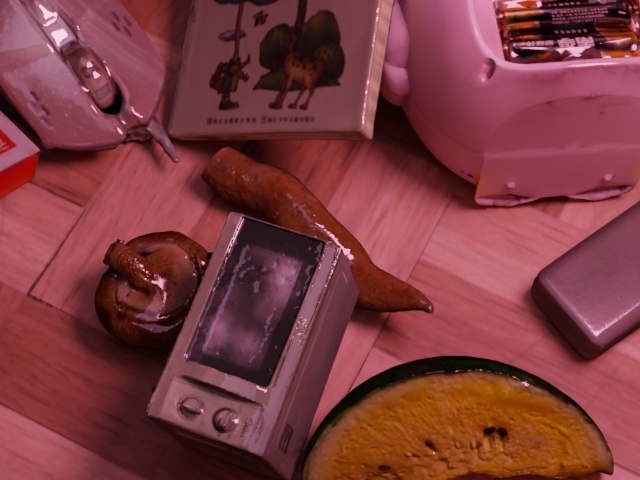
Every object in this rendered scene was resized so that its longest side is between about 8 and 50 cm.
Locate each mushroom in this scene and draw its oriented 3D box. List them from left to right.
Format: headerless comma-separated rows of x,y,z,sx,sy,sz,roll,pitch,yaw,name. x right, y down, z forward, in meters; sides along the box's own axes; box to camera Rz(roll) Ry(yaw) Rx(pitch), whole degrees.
-0.159,0.049,1.354,0.127,0.087,0.127,-1,63,2,mushroom

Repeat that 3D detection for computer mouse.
-0.290,-0.214,1.467,0.199,0.115,0.389,-41,71,-16,computer mouse

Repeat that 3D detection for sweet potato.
0.000,0.000,1.400,0.281,0.059,0.067,40,112,15,sweet potato

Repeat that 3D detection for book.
-0.027,-0.283,1.425,0.260,0.043,0.371,2,78,36,book

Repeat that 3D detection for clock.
0.228,-0.257,1.433,0.368,0.250,0.377,-5,64,-5,clock

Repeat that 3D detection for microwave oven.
-0.062,0.100,1.280,0.129,0.163,0.205,18,73,13,microwave oven

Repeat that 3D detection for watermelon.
0.124,0.173,1.307,0.301,0.123,0.129,-4,85,-2,watermelon

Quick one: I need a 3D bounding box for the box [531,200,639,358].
0.336,0.017,1.412,0.243,0.055,0.103,-33,70,-17,box

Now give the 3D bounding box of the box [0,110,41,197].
-0.410,-0.125,1.431,0.229,0.050,0.123,42,51,15,box
